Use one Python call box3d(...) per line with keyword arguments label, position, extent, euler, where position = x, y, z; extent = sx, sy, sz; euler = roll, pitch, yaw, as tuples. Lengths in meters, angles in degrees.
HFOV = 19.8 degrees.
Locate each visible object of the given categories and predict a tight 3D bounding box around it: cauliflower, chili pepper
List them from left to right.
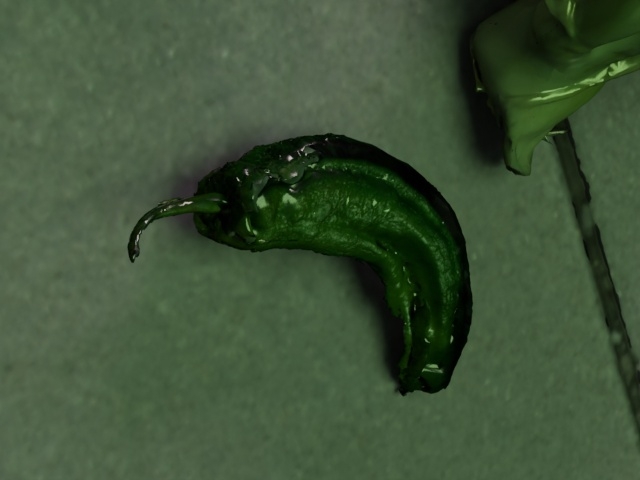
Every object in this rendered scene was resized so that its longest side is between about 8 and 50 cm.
box3d(label="chili pepper", position=(0.000, -0.001, 1.057), extent=(0.279, 0.065, 0.122), euler=(27, 77, -41))
box3d(label="cauliflower", position=(0.205, -0.196, 1.084), extent=(0.281, 0.327, 0.260), euler=(-17, 94, 11))
